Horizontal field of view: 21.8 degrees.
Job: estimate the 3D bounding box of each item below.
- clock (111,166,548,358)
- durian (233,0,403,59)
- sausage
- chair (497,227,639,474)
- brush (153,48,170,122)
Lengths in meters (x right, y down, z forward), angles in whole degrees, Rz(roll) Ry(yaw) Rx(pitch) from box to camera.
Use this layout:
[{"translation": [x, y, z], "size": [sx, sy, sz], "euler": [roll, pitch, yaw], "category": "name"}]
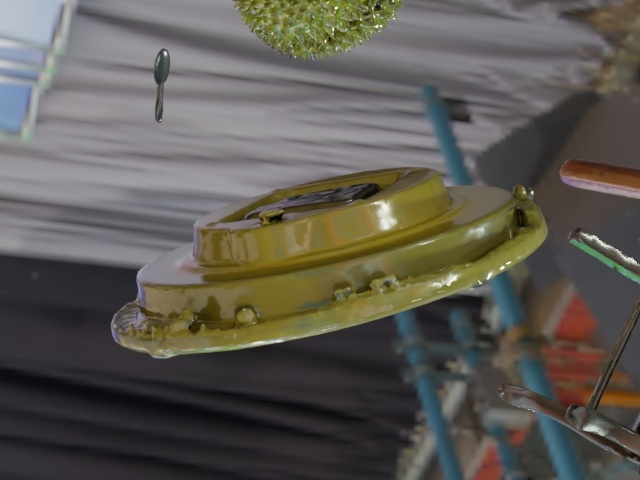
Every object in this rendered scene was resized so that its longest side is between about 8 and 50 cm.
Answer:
[{"translation": [0.000, 0.000, 0.865], "size": [0.237, 0.237, 0.057], "euler": [-168, -117, -71], "category": "clock"}, {"translation": [0.005, -0.266, 1.764], "size": [0.146, 0.198, 0.159], "euler": [52, -44, 45], "category": "durian"}, {"translation": [0.327, -0.066, 1.819], "size": [0.147, 0.035, 0.030], "euler": [11, -121, 39], "category": "sausage"}, {"translation": [0.329, 0.122, 1.308], "size": [0.186, 0.319, 0.160], "euler": [-65, -164, -5], "category": "chair"}, {"translation": [-0.170, -0.164, 1.765], "size": [0.008, 0.024, 0.083], "euler": [21, -62, 32], "category": "brush"}]
